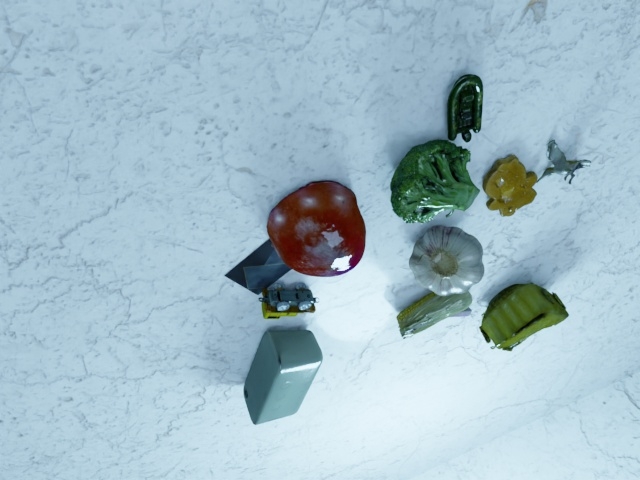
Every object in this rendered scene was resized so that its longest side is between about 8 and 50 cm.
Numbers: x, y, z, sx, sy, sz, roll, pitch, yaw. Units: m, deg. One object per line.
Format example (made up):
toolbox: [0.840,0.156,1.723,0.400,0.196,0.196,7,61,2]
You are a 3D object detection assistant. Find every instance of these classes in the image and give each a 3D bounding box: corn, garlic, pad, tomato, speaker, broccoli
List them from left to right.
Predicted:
pad: [-0.166,0.077,1.702,0.243,0.004,0.164,-38,134,16]
speaker: [-0.146,0.506,2.007,0.184,0.183,0.406,0,132,-28]
tomato: [0.001,0.006,1.575,0.290,0.176,0.334,-14,136,-6]
corn: [0.426,0.265,2.024,0.305,0.123,0.122,-33,108,12]
broccoli: [0.319,-0.154,1.515,0.269,0.242,0.261,-4,120,-58]
garlic: [0.436,0.068,1.820,0.245,0.245,0.253,-39,170,18]

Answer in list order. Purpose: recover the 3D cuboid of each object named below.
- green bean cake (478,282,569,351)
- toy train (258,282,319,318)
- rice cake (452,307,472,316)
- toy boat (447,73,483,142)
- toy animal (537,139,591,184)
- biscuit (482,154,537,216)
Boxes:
green bean cake: [0.807,0.300,2.173,0.310,0.202,0.285,-42,145,21]
toy train: [-0.111,0.209,1.795,0.220,0.089,0.127,3,144,-27]
rice cake: [0.510,0.289,2.145,0.207,0.036,0.047,-1,125,-20]
toy boat: [0.393,-0.359,1.456,0.104,0.052,0.210,-16,137,-3]
toy animal: [0.764,-0.223,1.703,0.219,0.095,0.155,27,114,-37]
biscuit: [0.605,-0.174,1.730,0.184,0.035,0.249,-37,133,15]
